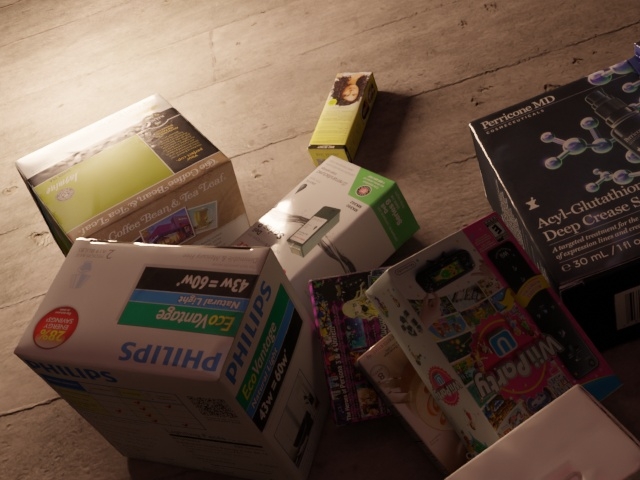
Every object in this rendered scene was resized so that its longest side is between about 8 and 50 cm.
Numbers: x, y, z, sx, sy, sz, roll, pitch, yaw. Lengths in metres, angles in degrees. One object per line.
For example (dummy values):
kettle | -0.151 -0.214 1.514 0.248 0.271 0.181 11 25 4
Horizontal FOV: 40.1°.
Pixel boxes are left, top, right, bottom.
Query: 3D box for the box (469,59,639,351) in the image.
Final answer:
box | 0.456 -0.057 1.424 0.293 0.212 0.395 -22 47 4

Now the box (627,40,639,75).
box | 0.720 -0.381 1.709 0.225 0.036 0.136 -33 48 -5

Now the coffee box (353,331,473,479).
coffee box | 0.180 0.233 1.291 0.141 0.098 0.246 -38 81 -10

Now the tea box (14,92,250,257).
tea box | -0.364 -0.076 1.727 0.329 0.220 0.323 -30 46 -18

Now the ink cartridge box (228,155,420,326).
ink cartridge box | 0.000 0.000 1.596 0.289 0.121 0.211 -43 38 -15

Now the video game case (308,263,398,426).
video game case | 0.104 0.158 1.380 0.210 0.042 0.232 -10 85 -8

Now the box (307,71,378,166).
box | 0.050 -0.259 1.858 0.087 0.058 0.232 2 54 23

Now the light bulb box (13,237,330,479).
light bulb box | -0.205 0.193 1.376 0.357 0.361 0.225 3 53 23

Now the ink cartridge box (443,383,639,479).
ink cartridge box | 0.287 0.348 1.086 0.226 0.306 0.131 -34 48 -8

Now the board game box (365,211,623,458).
board game box | 0.240 0.138 1.227 0.224 0.097 0.303 -27 76 -29
